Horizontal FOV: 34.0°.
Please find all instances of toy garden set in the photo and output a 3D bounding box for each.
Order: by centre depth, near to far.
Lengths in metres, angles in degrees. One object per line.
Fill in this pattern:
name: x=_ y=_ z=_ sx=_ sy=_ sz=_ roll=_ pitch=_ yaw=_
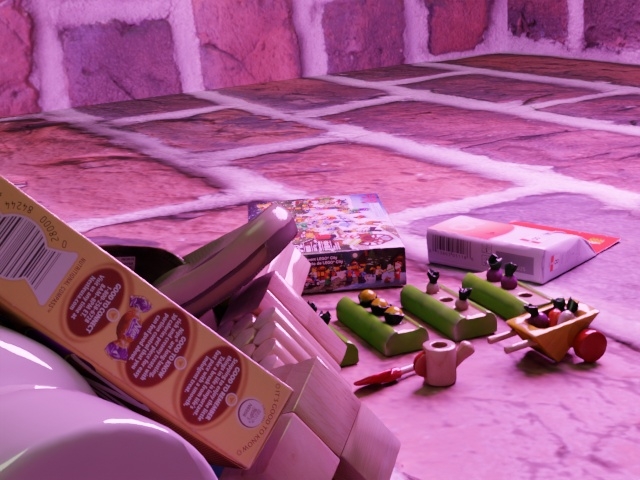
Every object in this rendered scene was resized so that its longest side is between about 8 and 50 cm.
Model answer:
toy garden set: x=0.103 y=0.066 z=0.906 sx=0.244 sy=0.049 sz=0.204 roll=-10 pitch=17 yaw=-21

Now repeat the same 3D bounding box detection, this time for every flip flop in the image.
flip flop: x=-0.144 y=0.036 z=0.743 sx=0.277 sy=0.080 sz=0.112 roll=-29 pitch=15 yaw=21

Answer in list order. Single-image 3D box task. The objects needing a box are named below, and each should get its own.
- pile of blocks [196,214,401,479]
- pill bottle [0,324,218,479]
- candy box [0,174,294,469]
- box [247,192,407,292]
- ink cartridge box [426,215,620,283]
pile of blocks: x=-0.042 y=0.109 z=0.727 sx=0.149 sy=0.112 sz=0.362 roll=-40 pitch=21 yaw=6
pill bottle: x=-0.227 y=0.124 z=0.500 sx=0.361 sy=0.204 sz=0.204 roll=11 pitch=22 yaw=38
candy box: x=-0.116 y=0.048 z=0.542 sx=0.053 sy=0.187 sz=0.109 roll=-60 pitch=19 yaw=-22
box: x=0.000 y=0.000 z=1.160 sx=0.159 sy=0.044 sz=0.233 roll=-4 pitch=16 yaw=-4
ink cartridge box: x=0.225 y=-0.006 z=1.142 sx=0.145 sy=0.045 sz=0.179 roll=11 pitch=24 yaw=40
